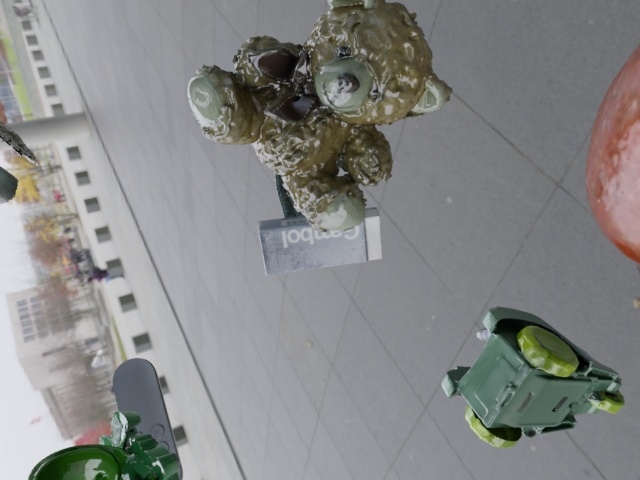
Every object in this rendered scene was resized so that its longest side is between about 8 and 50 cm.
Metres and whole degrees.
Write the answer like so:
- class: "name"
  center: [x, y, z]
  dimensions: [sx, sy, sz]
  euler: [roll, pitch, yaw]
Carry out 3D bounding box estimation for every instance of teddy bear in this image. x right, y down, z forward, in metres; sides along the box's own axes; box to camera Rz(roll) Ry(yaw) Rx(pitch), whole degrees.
- class: "teddy bear"
  center: [0.017, -0.168, 0.647]
  dimensions: [0.256, 0.156, 0.267]
  euler: [-34, 115, 30]

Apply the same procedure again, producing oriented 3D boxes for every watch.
- class: "watch"
  center: [-0.246, 0.280, 0.587]
  dimensions: [0.165, 0.152, 0.131]
  euler: [22, 103, 36]

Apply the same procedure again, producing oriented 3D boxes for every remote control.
- class: "remote control"
  center: [-0.292, 0.312, 0.914]
  dimensions: [0.022, 0.077, 0.244]
  euler: [94, 154, -59]

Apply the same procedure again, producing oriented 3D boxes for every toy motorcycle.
- class: "toy motorcycle"
  center: [0.382, 0.226, 0.962]
  dimensions: [0.191, 0.327, 0.200]
  euler: [-64, 37, 22]

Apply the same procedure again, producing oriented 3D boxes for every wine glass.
- class: "wine glass"
  center: [-0.543, -0.123, 0.796]
  dimensions: [0.066, 0.066, 0.198]
  euler: [52, -174, 39]

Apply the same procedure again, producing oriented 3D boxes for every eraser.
- class: "eraser"
  center: [0.000, 0.000, 0.955]
  dimensions: [0.046, 0.213, 0.091]
  euler: [-100, 2, -65]

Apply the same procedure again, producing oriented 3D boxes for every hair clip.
- class: "hair clip"
  center: [-0.056, -0.114, 1.024]
  dimensions: [0.036, 0.066, 0.229]
  euler: [77, 176, -78]

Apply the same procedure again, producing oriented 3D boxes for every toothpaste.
- class: "toothpaste"
  center: [0.402, 0.205, 1.204]
  dimensions: [0.062, 0.037, 0.216]
  euler: [42, 164, -1]

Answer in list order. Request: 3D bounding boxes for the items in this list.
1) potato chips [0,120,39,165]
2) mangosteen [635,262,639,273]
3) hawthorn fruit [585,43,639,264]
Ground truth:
- class: "potato chips"
  center: [-0.357, -0.135, 0.509]
  dimensions: [0.026, 0.209, 0.142]
  euler: [-57, 20, 9]
- class: "mangosteen"
  center: [0.543, 0.000, 0.681]
  dimensions: [0.262, 0.235, 0.235]
  euler: [19, 129, 22]
- class: "hawthorn fruit"
  center: [0.357, -0.064, 0.418]
  dimensions: [0.284, 0.285, 0.284]
  euler: [44, 143, 47]
